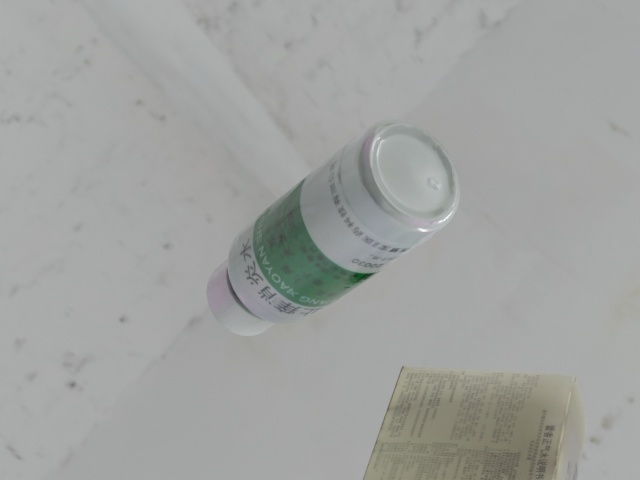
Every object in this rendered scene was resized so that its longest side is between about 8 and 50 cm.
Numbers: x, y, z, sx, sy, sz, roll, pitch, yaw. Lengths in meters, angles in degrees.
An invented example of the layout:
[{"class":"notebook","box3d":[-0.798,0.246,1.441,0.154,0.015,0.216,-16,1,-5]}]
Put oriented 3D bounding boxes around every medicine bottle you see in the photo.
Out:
[{"class":"medicine bottle","box3d":[0.000,0.000,1.157,0.260,0.095,0.095,-37,-139,51]}]

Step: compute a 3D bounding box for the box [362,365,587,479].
[{"class":"box","box3d":[0.133,0.209,1.285,0.168,0.095,0.212,0,-146,19]}]
